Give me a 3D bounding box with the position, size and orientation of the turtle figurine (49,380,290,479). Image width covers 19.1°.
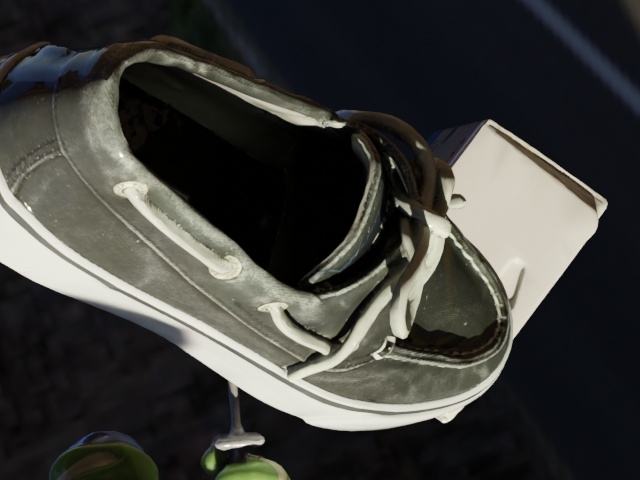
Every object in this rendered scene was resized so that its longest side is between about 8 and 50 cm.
[{"bbox_3d":[-0.105,0.159,0.797,0.275,0.197,0.266,95,160,-48],"label":"turtle figurine"}]

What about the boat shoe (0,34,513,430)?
[{"bbox_3d":[0.000,-0.004,0.745,0.306,0.105,0.113,32,-122,-42],"label":"boat shoe"}]

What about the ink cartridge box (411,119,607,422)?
[{"bbox_3d":[0.070,0.013,1.092,0.086,0.148,0.203,36,178,-3],"label":"ink cartridge box"}]
